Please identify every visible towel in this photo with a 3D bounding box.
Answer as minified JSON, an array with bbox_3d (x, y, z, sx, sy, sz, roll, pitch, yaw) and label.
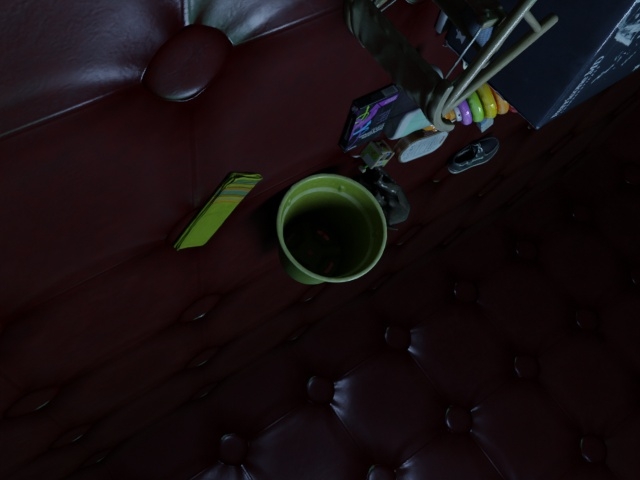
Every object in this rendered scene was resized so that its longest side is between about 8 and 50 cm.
[{"bbox_3d":[-0.224,-0.061,1.339,0.237,0.021,0.102,-46,160,27],"label":"towel"}]

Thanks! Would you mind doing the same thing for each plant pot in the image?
[{"bbox_3d":[0.000,0.000,1.586,0.276,0.276,0.254,-30,173,-20],"label":"plant pot"}]

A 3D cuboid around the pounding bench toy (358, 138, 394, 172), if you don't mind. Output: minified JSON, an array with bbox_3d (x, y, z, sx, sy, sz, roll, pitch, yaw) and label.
[{"bbox_3d":[0.140,-0.214,1.589,0.065,0.052,0.083,-17,154,-48],"label":"pounding bench toy"}]

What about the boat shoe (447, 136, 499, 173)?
[{"bbox_3d":[0.527,-0.297,2.081,0.206,0.075,0.065,-29,165,-8],"label":"boat shoe"}]

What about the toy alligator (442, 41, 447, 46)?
[{"bbox_3d":[0.331,-0.460,1.340,0.189,0.056,0.051,-21,115,-38],"label":"toy alligator"}]

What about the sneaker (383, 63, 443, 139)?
[{"bbox_3d":[0.248,-0.336,1.411,0.151,0.094,0.256,-23,168,-22],"label":"sneaker"}]

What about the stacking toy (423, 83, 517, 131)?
[{"bbox_3d":[0.391,-0.361,1.576,0.301,0.175,0.166,-27,164,6],"label":"stacking toy"}]

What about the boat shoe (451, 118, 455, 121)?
[{"bbox_3d":[0.373,-0.365,1.669,0.137,0.049,0.043,-36,120,6],"label":"boat shoe"}]

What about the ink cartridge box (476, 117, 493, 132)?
[{"bbox_3d":[0.518,-0.378,1.931,0.048,0.028,0.083,-38,162,6],"label":"ink cartridge box"}]

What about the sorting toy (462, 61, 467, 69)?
[{"bbox_3d":[0.377,-0.445,1.477,0.075,0.045,0.083,-31,161,7],"label":"sorting toy"}]

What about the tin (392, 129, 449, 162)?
[{"bbox_3d":[0.284,-0.275,1.725,0.189,0.040,0.106,-23,161,-29],"label":"tin"}]

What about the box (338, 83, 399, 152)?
[{"bbox_3d":[0.110,-0.279,1.408,0.116,0.029,0.162,-29,162,-24],"label":"box"}]

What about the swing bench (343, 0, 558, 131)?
[{"bbox_3d":[0.188,-0.357,0.987,0.255,0.253,0.165,-46,160,24],"label":"swing bench"}]

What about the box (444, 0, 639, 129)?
[{"bbox_3d":[0.559,-0.534,1.134,0.471,0.297,0.480,-29,160,-27],"label":"box"}]

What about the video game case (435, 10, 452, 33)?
[{"bbox_3d":[0.320,-0.517,1.215,0.173,0.022,0.190,-30,161,-18],"label":"video game case"}]

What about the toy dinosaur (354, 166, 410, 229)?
[{"bbox_3d":[0.189,-0.120,1.673,0.160,0.313,0.121,33,102,-31],"label":"toy dinosaur"}]
